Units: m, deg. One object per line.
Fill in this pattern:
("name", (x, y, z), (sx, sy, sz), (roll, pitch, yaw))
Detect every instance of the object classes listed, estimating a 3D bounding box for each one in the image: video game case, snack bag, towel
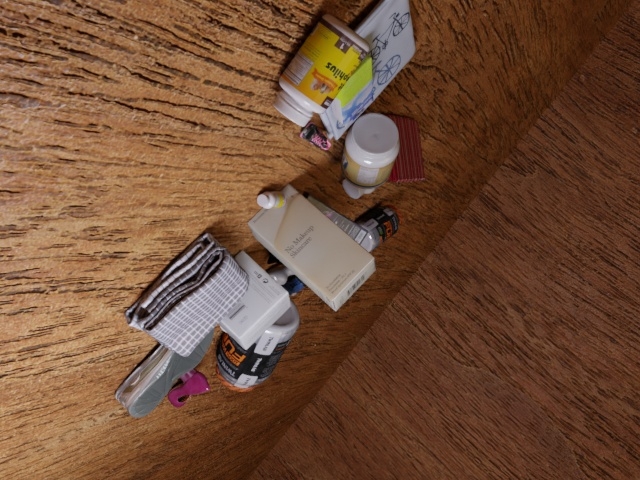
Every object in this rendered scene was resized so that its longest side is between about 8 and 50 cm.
("video game case", (0.000, 0.000, 2.082), (0.274, 0.026, 0.196), (30, 95, -41))
("snack bag", (0.103, -0.418, 1.696), (0.323, 0.037, 0.342), (-48, 162, -4))
("towel", (-0.310, 0.142, 1.744), (0.283, 0.121, 0.235), (-46, 161, -8))
("towel", (0.246, -0.273, 2.146), (0.275, 0.031, 0.198), (-11, 94, -62))

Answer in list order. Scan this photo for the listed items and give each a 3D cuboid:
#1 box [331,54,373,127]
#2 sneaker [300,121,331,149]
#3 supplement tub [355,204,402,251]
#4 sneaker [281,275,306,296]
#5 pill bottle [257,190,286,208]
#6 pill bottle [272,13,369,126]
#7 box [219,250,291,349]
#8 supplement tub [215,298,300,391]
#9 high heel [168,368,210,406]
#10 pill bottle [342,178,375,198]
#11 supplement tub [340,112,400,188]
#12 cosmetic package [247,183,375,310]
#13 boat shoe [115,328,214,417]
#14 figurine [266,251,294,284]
("box", (0.071, -0.344, 1.637), (0.109, 0.042, 0.178), (-45, 162, -10))
("sneaker", (-0.008, -0.249, 1.748), (0.047, 0.057, 0.119), (-50, 161, 11))
("supplement tub", (0.197, -0.047, 2.532), (0.190, 0.117, 0.117), (-35, 158, -36))
("sneaker", (-0.087, 0.141, 2.350), (0.084, 0.058, 0.152), (-45, 167, 6))
("pill bottle", (-0.124, -0.102, 1.799), (0.043, 0.043, 0.083), (-55, 160, 20))
("pill bottle", (-0.004, -0.343, 1.466), (0.215, 0.117, 0.117), (-53, 161, 14))
("box", (-0.205, 0.160, 1.924), (0.182, 0.181, 0.119), (-44, 162, -16))
("supplement tub", (-0.205, 0.313, 2.218), (0.194, 0.193, 0.316), (-25, 150, -50))
("high heel", (-0.400, 0.477, 2.221), (0.082, 0.117, 0.244), (-31, 155, -43))
("pill bottle", (0.148, -0.198, 2.145), (0.169, 0.094, 0.094), (-39, 160, -26))
("supplement tub", (0.133, -0.239, 1.921), (0.144, 0.144, 0.199), (-43, 168, -18))
("cosmetic package", (-0.021, 0.017, 1.852), (0.160, 0.309, 0.113), (-46, 162, -11))
("boat shoe", (-0.419, 0.326, 1.935), (0.320, 0.103, 0.118), (-51, 143, -12))
("figurine", (-0.080, 0.048, 2.163), (0.209, 0.092, 0.215), (-29, 155, -27))
